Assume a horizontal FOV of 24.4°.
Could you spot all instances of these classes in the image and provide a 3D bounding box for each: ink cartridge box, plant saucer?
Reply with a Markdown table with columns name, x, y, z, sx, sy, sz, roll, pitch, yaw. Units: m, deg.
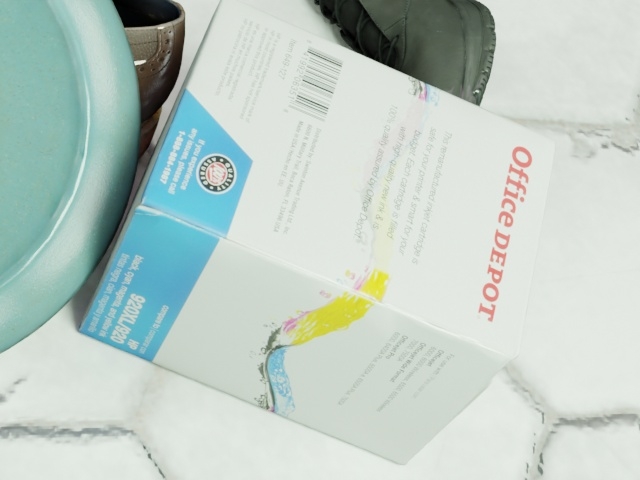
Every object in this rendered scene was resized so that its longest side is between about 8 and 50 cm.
| name | x | y | z | sx | sy | sz | roll | pitch | yaw |
| --- | --- | --- | --- | --- | --- | --- | --- | --- | --- |
| ink cartridge box | 0.000 | 0.000 | 0.921 | 0.232 | 0.168 | 0.171 | 23 | 54 | -8 |
| plant saucer | -0.257 | -0.072 | 0.838 | 0.317 | 0.043 | 0.318 | 0 | 91 | -15 |

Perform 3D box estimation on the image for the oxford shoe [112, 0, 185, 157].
| name | x | y | z | sx | sy | sz | roll | pitch | yaw |
| --- | --- | --- | --- | --- | --- | --- | --- | --- | --- |
| oxford shoe | -0.253 | -0.185 | 0.943 | 0.363 | 0.133 | 0.130 | 25 | 42 | -9 |

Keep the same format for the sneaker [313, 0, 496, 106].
| name | x | y | z | sx | sy | sz | roll | pitch | yaw |
| --- | --- | --- | --- | --- | --- | --- | --- | --- | --- |
| sneaker | 0.055 | -0.170 | 1.107 | 0.130 | 0.109 | 0.286 | 6 | 48 | -12 |
